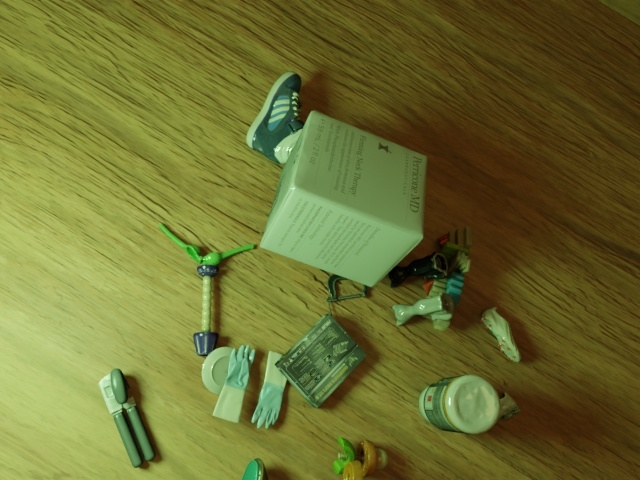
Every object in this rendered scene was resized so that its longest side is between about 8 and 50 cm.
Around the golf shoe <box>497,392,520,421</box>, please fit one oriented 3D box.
[{"bbox_3d":[0.550,0.552,1.751,0.176,0.069,0.086,-17,57,-18],"label":"golf shoe"}]

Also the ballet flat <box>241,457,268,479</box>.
[{"bbox_3d":[-0.188,0.793,1.517,0.124,0.116,0.342,25,70,-24],"label":"ballet flat"}]

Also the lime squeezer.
[{"bbox_3d":[-0.375,0.023,1.738,0.311,0.059,0.109,12,72,-6],"label":"lime squeezer"}]

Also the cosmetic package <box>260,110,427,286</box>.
[{"bbox_3d":[0.073,-0.118,1.661,0.394,0.327,0.329,20,53,-12],"label":"cosmetic package"}]

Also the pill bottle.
[{"bbox_3d":[0.402,0.488,1.619,0.162,0.278,0.162,3,73,-10],"label":"pill bottle"}]

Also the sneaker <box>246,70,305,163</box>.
[{"bbox_3d":[-0.082,-0.406,1.854,0.236,0.130,0.322,26,78,19],"label":"sneaker"}]

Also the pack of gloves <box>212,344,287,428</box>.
[{"bbox_3d":[-0.205,0.441,1.642,0.195,0.046,0.232,23,63,-17],"label":"pack of gloves"}]

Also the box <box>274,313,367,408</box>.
[{"bbox_3d":[0.003,0.370,1.687,0.231,0.056,0.183,-43,94,-19],"label":"box"}]

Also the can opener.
[{"bbox_3d":[-0.553,0.505,1.544,0.074,0.093,0.280,-23,83,-17],"label":"can opener"}]

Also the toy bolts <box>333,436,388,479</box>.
[{"bbox_3d":[0.127,0.709,1.556,0.159,0.218,0.228,11,90,-13],"label":"toy bolts"}]

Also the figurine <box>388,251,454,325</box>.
[{"bbox_3d":[0.312,0.164,1.761,0.092,0.210,0.214,12,66,-47],"label":"figurine"}]

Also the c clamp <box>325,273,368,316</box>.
[{"bbox_3d":[0.088,0.169,1.798,0.161,0.022,0.137,-13,71,-12],"label":"c clamp"}]

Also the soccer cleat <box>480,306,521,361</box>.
[{"bbox_3d":[0.619,0.314,1.826,0.076,0.068,0.196,-29,77,-20],"label":"soccer cleat"}]

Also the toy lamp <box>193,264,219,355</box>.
[{"bbox_3d":[-0.349,0.216,1.674,0.080,0.080,0.274,3,71,-9],"label":"toy lamp"}]

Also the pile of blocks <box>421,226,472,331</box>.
[{"bbox_3d":[0.409,0.111,1.804,0.113,0.149,0.362,18,71,-5],"label":"pile of blocks"}]

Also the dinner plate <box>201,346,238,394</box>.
[{"bbox_3d":[-0.287,0.391,1.630,0.141,0.017,0.141,1,88,-34],"label":"dinner plate"}]
